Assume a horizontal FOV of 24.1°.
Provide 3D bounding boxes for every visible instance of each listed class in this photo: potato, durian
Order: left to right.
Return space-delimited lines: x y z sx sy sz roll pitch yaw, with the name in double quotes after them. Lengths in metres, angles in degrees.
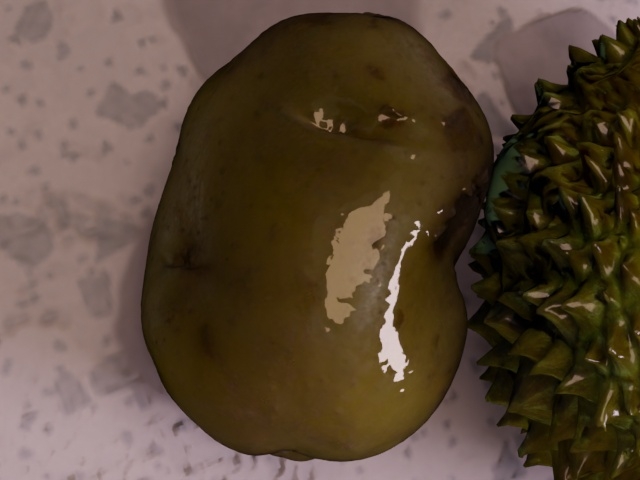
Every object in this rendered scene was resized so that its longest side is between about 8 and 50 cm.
-0.004 -0.001 0.676 0.137 0.154 0.200 13 82 -14 "potato"
0.183 0.007 0.679 0.224 0.291 0.291 22 74 3 "durian"
